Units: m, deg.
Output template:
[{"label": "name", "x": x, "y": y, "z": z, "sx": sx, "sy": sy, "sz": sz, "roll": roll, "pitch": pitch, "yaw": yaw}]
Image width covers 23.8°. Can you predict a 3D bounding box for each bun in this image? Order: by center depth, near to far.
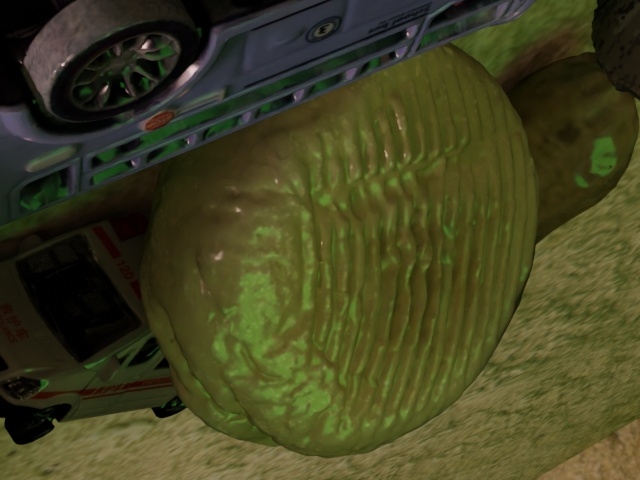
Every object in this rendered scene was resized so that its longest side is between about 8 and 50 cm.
[{"label": "bun", "x": 0.000, "y": 0.000, "z": 0.751, "sx": 0.220, "sy": 0.134, "sz": 0.220, "roll": -15, "pitch": 115, "yaw": -37}]

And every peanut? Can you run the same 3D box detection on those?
[{"label": "peanut", "x": 0.124, "y": -0.035, "z": 0.973, "sx": 0.099, "sy": 0.099, "sz": 0.214, "roll": -7, "pitch": 147, "yaw": -50}]

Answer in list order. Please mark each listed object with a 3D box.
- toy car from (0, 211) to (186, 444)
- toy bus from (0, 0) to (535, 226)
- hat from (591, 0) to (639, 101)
[{"label": "toy car", "x": -0.105, "y": 0.037, "z": 0.808, "sx": 0.108, "sy": 0.089, "sz": 0.210, "roll": -41, "pitch": 161, "yaw": 24}, {"label": "toy bus", "x": -0.006, "y": -0.117, "z": 0.524, "sx": 0.292, "sy": 0.125, "sz": 0.133, "roll": -24, "pitch": 161, "yaw": -17}, {"label": "hat", "x": 0.251, "y": -0.177, "z": 0.736, "sx": 0.265, "sy": 0.265, "sz": 0.128, "roll": -29, "pitch": 128, "yaw": -9}]
